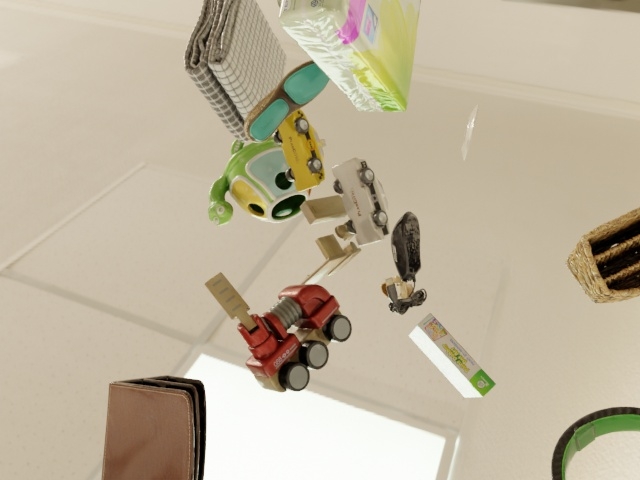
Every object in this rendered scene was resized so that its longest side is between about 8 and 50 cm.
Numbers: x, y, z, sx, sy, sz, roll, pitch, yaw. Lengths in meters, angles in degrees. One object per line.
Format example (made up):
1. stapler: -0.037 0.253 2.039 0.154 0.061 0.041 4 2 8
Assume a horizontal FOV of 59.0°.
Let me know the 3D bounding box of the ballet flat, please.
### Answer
1. ballet flat: -0.068 -0.267 1.054 0.206 0.073 0.067 -41 -147 -5

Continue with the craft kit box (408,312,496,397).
1. craft kit box: 0.358 0.327 1.581 0.061 0.250 0.246 -43 -104 -8

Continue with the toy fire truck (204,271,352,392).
1. toy fire truck: -0.094 0.149 1.139 0.217 0.246 0.158 -43 -159 -33

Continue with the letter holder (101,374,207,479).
1. letter holder: -0.286 0.426 1.084 0.214 0.301 0.152 -2 172 29

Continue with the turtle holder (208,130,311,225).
1. turtle holder: -0.171 -0.172 1.679 0.320 0.243 0.227 -7 -128 -37

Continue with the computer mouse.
1. computer mouse: 0.203 0.063 1.476 0.060 0.262 0.184 0 -166 37

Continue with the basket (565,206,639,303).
1. basket: 0.950 0.050 1.729 0.299 0.223 0.213 -24 -116 -3

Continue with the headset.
1. headset: 0.501 0.380 0.774 0.243 0.185 0.394 -32 -143 -10

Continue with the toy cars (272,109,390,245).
1. toy cars: 0.034 -0.153 1.281 0.087 0.176 0.394 -23 -125 -40

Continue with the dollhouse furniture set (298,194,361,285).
1. dollhouse furniture set: 0.000 0.000 1.289 0.144 0.123 0.151 -14 -112 -44

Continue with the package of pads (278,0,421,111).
1. package of pads: 0.058 -0.358 0.854 0.101 0.296 0.229 3 -102 28

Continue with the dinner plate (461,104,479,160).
1. dinner plate: 0.370 -0.270 1.411 0.017 0.141 0.141 14 -141 11

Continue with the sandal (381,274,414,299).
1. sandal: 0.224 0.143 1.715 0.079 0.088 0.240 3 -169 -2

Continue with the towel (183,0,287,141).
1. towel: -0.186 -0.395 1.252 0.121 0.235 0.283 -9 -124 20

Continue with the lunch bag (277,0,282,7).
1. lunch bag: -0.029 -0.597 1.031 0.256 0.305 0.212 -31 177 1
